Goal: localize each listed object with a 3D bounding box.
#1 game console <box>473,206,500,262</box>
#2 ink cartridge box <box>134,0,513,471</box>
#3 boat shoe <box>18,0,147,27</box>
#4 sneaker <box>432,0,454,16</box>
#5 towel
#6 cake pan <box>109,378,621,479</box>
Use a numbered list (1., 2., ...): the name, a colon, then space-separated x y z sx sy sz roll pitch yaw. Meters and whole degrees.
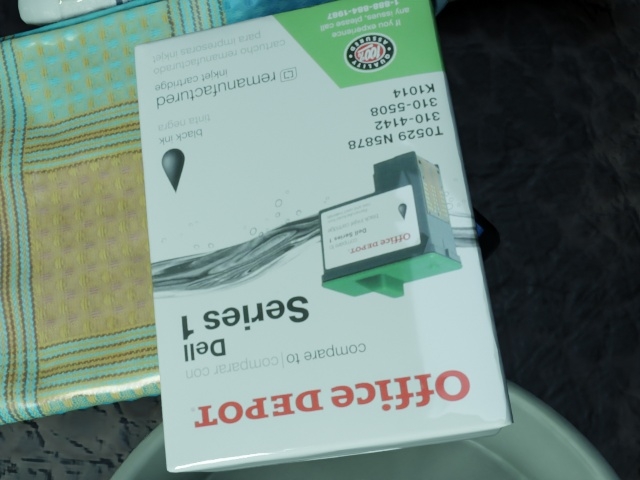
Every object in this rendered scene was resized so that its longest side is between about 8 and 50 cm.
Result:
1. game console: 0.058 -0.018 0.536 0.144 0.124 0.085 43 98 4
2. ink cartridge box: 0.000 0.000 0.384 0.160 0.092 0.219 -11 74 8
3. boat shoe: -0.210 -0.330 0.562 0.157 0.136 0.367 -6 85 -8
4. sneaker: 0.120 -0.215 0.583 0.319 0.127 0.208 21 70 7
5. towel: -0.099 -0.039 0.478 0.370 0.040 0.271 -13 75 6
6. cake pan: 0.018 0.178 0.376 0.293 0.054 0.293 -4 40 3
